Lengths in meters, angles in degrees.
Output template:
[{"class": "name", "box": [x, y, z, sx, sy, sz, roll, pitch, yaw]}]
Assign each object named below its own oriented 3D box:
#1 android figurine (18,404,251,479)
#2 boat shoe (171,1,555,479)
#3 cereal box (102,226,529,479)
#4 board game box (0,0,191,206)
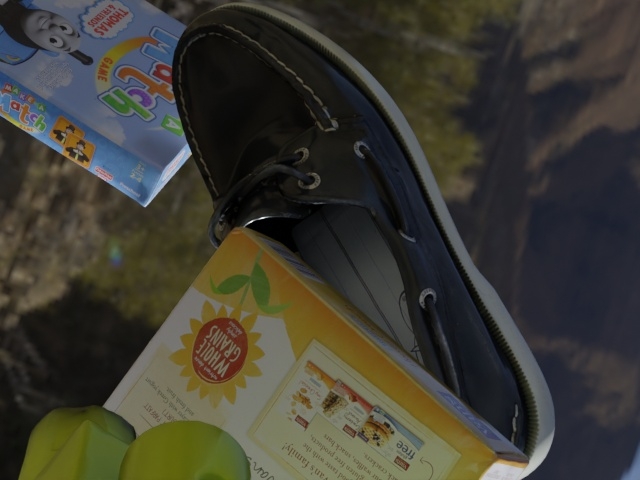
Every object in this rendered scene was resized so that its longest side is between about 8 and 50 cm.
[{"class": "android figurine", "box": [-0.108, 0.165, 0.515, 0.248, 0.056, 0.273, -49, -162, 18]}, {"class": "boat shoe", "box": [-0.002, 0.003, 0.968, 0.127, 0.340, 0.113, -38, 164, 34]}, {"class": "cereal box", "box": [-0.043, 0.138, 0.766, 0.240, 0.173, 0.047, -53, 151, 8]}, {"class": "board game box", "box": [-0.166, -0.124, 1.110, 0.039, 0.211, 0.160, -58, 179, 35]}]
